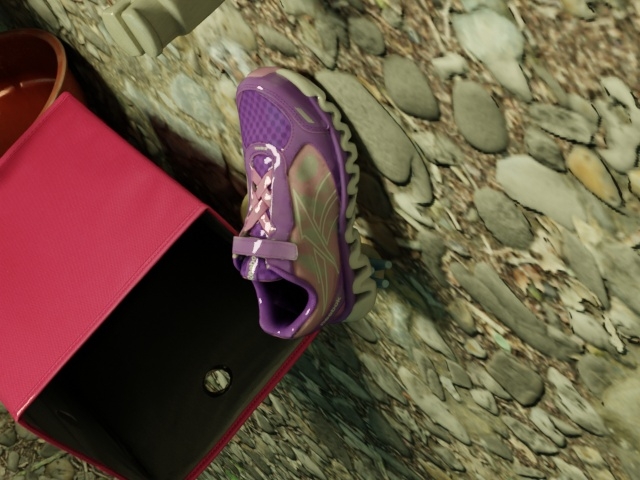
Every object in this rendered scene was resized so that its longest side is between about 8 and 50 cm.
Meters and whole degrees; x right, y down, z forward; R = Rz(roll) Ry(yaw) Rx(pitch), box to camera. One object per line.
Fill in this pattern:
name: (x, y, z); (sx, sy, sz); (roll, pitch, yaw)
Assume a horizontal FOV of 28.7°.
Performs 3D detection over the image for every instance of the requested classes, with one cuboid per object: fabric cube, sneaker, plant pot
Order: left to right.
plant pot: (-0.330, -0.053, 1.430); (0.272, 0.272, 0.265); (27, 160, 46)
fabric cube: (-0.204, 0.059, 1.250); (0.258, 0.254, 0.259); (36, 173, 39)
sneaker: (-0.027, -0.019, 0.995); (0.095, 0.104, 0.236); (12, 125, 42)

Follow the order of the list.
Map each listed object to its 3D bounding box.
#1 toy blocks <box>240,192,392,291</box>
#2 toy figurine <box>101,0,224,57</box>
toy blocks: (0.000, 0.000, 1.108); (0.123, 0.054, 0.148); (55, 158, -15)
toy figurine: (-0.118, -0.243, 0.778); (0.209, 0.148, 0.213); (38, 157, 11)
